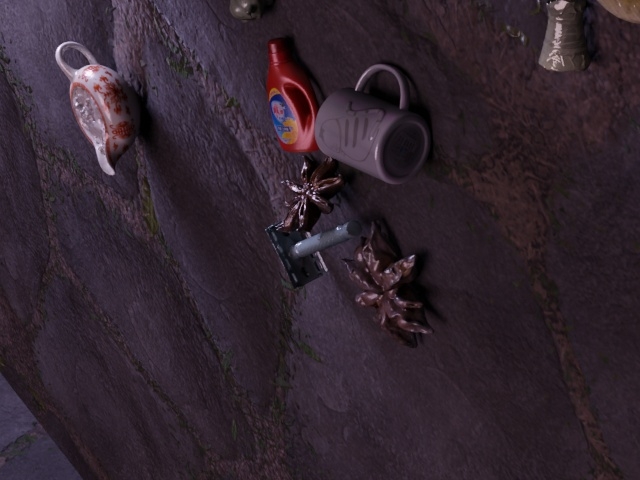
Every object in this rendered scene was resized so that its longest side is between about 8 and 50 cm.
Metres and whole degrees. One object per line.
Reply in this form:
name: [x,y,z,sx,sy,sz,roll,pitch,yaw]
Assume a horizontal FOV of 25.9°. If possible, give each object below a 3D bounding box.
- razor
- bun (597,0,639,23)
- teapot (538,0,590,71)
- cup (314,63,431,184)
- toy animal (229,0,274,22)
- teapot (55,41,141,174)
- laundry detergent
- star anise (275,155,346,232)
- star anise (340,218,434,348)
razor: [0.000,0.000,2.065,0.106,0.068,0.232,63,156,-1]
bun: [0.314,-0.306,1.312,0.178,0.128,0.193,8,131,55]
teapot: [0.266,-0.230,1.518,0.067,0.057,0.083,-111,17,-61]
cup: [0.066,-0.154,1.832,0.133,0.099,0.136,29,137,45]
toy animal: [-0.132,-0.408,1.957,0.121,0.094,0.225,16,126,40]
teapot: [-0.386,-0.242,2.455,0.245,0.116,0.159,57,162,6]
laundry detergent: [-0.041,-0.210,2.005,0.097,0.049,0.165,8,119,47]
star anise: [-0.010,-0.065,2.032,0.042,0.141,0.141,28,168,-32]
star anise: [0.097,0.072,1.995,0.182,0.065,0.195,54,146,16]
